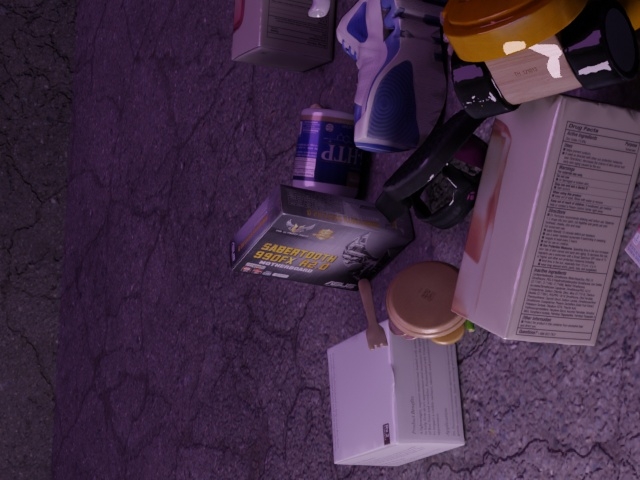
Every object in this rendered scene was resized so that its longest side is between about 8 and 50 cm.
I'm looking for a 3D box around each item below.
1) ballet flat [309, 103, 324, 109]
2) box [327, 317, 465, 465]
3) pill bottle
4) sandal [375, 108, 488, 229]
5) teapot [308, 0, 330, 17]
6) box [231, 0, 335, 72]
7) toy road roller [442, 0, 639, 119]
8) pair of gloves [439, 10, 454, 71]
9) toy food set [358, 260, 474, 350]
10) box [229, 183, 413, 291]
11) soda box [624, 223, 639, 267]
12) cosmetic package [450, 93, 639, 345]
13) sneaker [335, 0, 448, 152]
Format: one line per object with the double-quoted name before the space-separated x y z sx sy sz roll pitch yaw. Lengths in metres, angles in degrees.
"ballet flat" -0.012 -0.155 2.242 0.057 0.049 0.173 -15 71 59
"box" 0.106 0.224 1.869 0.182 0.119 0.181 -32 56 55
"pill bottle" 0.012 -0.119 2.125 0.112 0.112 0.187 9 92 62
"sandal" 0.168 -0.084 1.720 0.167 0.107 0.446 -46 -2 -2
"teapot" 0.071 -0.511 2.014 0.187 0.252 0.256 50 147 25
"box" -0.064 -0.431 2.294 0.127 0.148 0.233 -8 77 61
"toy road roller" 0.248 -0.315 1.465 0.202 0.241 0.330 -11 35 37
"pair of gloves" 0.241 -0.366 1.833 0.204 0.042 0.240 -7 80 57
"toy food set" 0.153 0.089 1.796 0.038 0.192 0.132 71 -174 -57
"box" 0.000 0.000 1.996 0.183 0.231 0.056 -45 43 48
"soda box" 0.431 0.058 1.345 0.092 0.083 0.263 -66 32 29
"cosmetic package" 0.279 -0.032 1.575 0.129 0.153 0.296 29 108 59
"sneaker" 0.105 -0.282 1.998 0.182 0.127 0.316 -11 67 64
